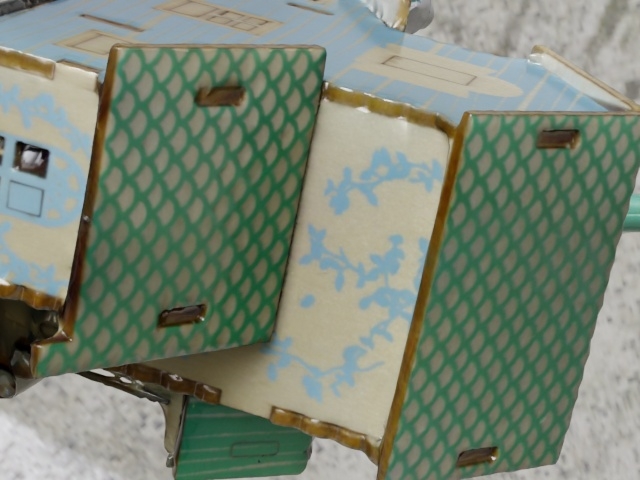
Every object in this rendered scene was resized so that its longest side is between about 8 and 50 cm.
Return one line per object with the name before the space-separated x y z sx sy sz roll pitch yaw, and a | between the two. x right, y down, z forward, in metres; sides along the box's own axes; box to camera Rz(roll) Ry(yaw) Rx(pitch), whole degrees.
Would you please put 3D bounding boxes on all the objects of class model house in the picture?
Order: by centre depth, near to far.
model house | 0.000 0.000 0.593 0.206 0.271 0.178 14 106 12

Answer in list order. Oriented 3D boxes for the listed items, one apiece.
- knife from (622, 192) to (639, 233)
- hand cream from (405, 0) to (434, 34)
knife | 0.271 -0.020 1.237 0.260 0.063 0.035 -1 89 56
hand cream | 0.040 -0.209 1.275 0.050 0.257 0.084 -39 72 6
